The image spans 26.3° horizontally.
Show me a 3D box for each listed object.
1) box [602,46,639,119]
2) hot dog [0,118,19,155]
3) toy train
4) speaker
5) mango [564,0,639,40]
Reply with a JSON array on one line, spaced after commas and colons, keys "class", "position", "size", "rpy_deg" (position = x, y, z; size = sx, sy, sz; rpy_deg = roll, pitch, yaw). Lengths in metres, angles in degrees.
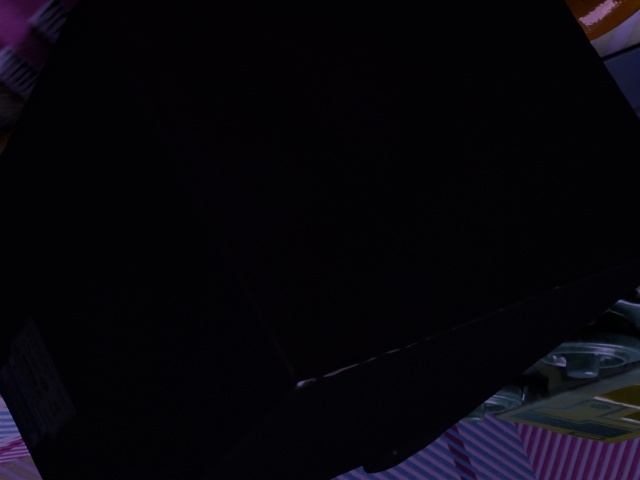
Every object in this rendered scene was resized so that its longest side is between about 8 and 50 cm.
[{"class": "box", "position": [0.236, -0.096, 1.054], "size": [0.194, 0.073, 0.139], "rpy_deg": [-21, 171, -1]}, {"class": "hot dog", "position": [-0.143, -0.042, 0.634], "size": [0.083, 0.021, 0.037], "rpy_deg": [-27, -179, 30]}, {"class": "toy train", "position": [0.218, 0.063, 1.051], "size": [0.237, 0.150, 0.369], "rpy_deg": [12, 162, -14]}, {"class": "speaker", "position": [-0.012, 0.007, 0.620], "size": [0.232, 0.184, 0.254], "rpy_deg": [-17, 160, -36]}, {"class": "mango", "position": [0.147, -0.134, 0.689], "size": [0.089, 0.046, 0.060], "rpy_deg": [-35, 172, 7]}]
